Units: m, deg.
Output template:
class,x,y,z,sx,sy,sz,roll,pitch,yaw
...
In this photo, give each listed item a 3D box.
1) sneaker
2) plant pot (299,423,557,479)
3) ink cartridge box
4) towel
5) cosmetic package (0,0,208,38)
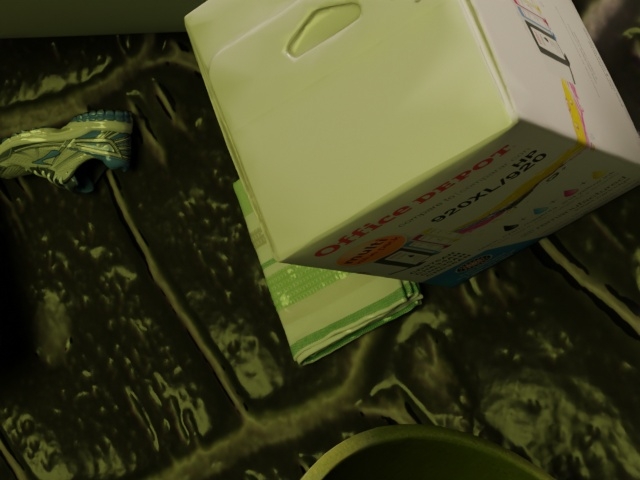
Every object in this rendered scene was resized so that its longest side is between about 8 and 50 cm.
class,x,y,z,sx,sy,sz,roll,pitch,yaw
sneaker,-0.208,-0.063,1.154,0.135,0.052,0.058,-15,82,29
plant pot,0.010,0.353,0.840,0.353,0.366,0.366,-43,65,33
ink cartridge box,0.066,-0.086,0.889,0.171,0.232,0.168,-30,70,25
towel,0.000,0.000,1.041,0.113,0.023,0.152,-30,71,24
cosmetic package,-0.204,-0.240,0.992,0.453,0.230,0.162,-1,85,12
